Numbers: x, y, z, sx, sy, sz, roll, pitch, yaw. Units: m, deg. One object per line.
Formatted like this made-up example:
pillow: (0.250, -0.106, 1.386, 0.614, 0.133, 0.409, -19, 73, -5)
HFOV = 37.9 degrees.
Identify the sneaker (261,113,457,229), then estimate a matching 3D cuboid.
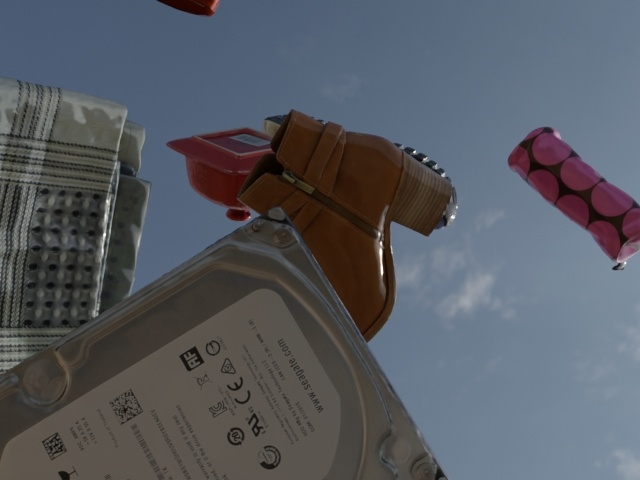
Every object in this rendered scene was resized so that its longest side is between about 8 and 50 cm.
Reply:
sneaker: (0.050, -0.079, 1.393, 0.330, 0.130, 0.147, 23, -66, 26)

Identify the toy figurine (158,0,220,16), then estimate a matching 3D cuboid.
toy figurine: (-0.106, -0.188, 0.302, 0.209, 0.148, 0.213, 16, -12, 42)

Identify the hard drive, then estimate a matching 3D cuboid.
hard drive: (-0.110, 0.161, 0.666, 0.339, 0.064, 0.237, -31, -101, 1)

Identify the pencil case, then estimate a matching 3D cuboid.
pencil case: (0.350, -0.062, 1.241, 0.209, 0.098, 0.095, 49, -57, 24)

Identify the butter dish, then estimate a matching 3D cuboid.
butter dish: (-0.110, -0.083, 1.283, 0.160, 0.160, 0.118, 24, -61, 39)

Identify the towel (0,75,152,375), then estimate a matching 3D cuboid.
towel: (-0.281, 0.017, 0.785, 0.056, 0.324, 0.312, 7, -90, 39)

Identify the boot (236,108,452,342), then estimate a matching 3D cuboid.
boot: (0.000, 0.000, 1.102, 0.220, 0.109, 0.283, 23, -68, -18)
